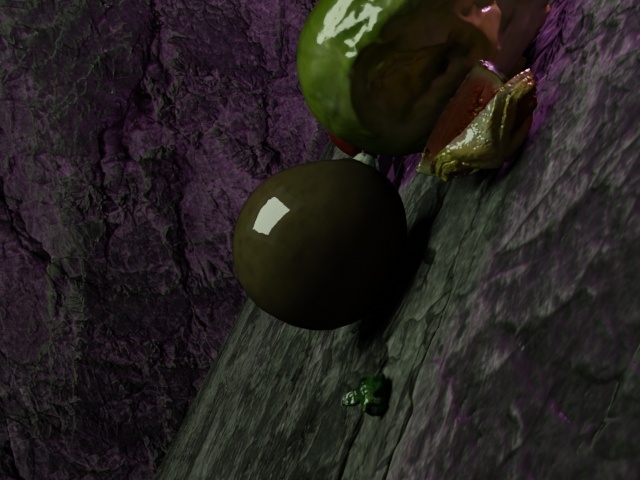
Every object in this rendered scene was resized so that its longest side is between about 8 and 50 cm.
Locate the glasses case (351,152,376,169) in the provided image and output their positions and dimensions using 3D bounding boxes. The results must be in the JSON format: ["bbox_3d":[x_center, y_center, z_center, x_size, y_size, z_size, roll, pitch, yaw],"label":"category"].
[{"bbox_3d":[0.031,-0.007,1.616,0.125,0.076,0.328,70,-139,-82],"label":"glasses case"}]

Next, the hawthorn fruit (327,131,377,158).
[{"bbox_3d":[0.096,-0.243,1.733,0.196,0.196,0.226,130,150,-62],"label":"hawthorn fruit"}]

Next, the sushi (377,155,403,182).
[{"bbox_3d":[0.121,-0.306,1.572,0.296,0.099,0.373,71,-142,-61],"label":"sushi"}]

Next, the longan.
[{"bbox_3d":[0.000,0.000,1.241,0.258,0.258,0.258,-61,7,13],"label":"longan"}]

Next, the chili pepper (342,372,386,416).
[{"bbox_3d":[0.055,0.177,1.028,0.055,0.035,0.118,-47,8,-13],"label":"chili pepper"}]

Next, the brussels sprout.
[{"bbox_3d":[0.131,-0.252,1.126,0.344,0.268,0.344,-26,8,4],"label":"brussels sprout"}]

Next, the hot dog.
[{"bbox_3d":[0.192,-0.113,0.979,0.078,0.061,0.169,-21,-22,-51],"label":"hot dog"}]

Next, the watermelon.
[{"bbox_3d":[0.194,-0.129,1.042,0.069,0.086,0.163,59,136,38],"label":"watermelon"}]
